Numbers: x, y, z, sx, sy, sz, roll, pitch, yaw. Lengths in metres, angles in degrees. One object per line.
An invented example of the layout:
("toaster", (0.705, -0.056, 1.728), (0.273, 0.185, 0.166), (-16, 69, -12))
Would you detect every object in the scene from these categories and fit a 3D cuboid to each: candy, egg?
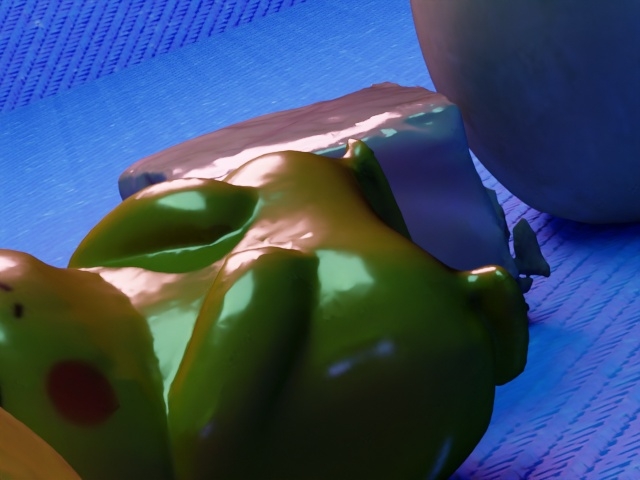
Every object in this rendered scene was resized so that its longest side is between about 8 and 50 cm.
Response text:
("candy", (0.000, 0.000, 0.939), (0.195, 0.137, 0.185), (-20, 15, -10))
("egg", (0.185, -0.191, 1.017), (0.278, 0.336, 0.278), (-10, 21, 4))

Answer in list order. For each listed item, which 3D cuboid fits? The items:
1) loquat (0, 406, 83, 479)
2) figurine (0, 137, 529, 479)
("loquat", (-0.145, 0.151, 0.360), (0.275, 0.275, 0.275), (-18, 15, 5))
("figurine", (-0.085, 0.069, 0.718), (0.326, 0.169, 0.218), (-14, 31, -22))
